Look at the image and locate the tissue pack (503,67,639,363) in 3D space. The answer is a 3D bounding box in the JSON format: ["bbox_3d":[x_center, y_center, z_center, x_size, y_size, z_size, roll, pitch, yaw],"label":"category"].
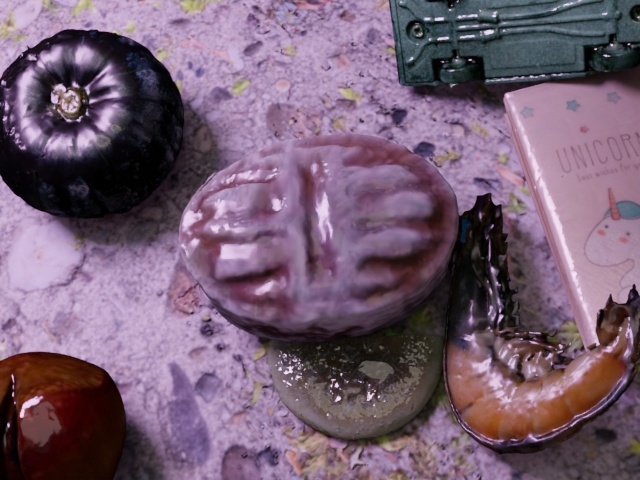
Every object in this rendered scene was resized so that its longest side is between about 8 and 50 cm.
[{"bbox_3d":[0.324,-0.033,1.000,0.170,0.071,0.325,-14,63,3],"label":"tissue pack"}]

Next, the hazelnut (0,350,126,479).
[{"bbox_3d":[-0.296,0.204,0.945,0.204,0.178,0.178,-9,64,10],"label":"hazelnut"}]

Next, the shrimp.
[{"bbox_3d":[0.216,0.065,0.931,0.222,0.054,0.290,-24,56,36],"label":"shrimp"}]

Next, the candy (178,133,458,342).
[{"bbox_3d":[0.000,0.000,0.989,0.289,0.157,0.214,-6,69,1],"label":"candy"}]

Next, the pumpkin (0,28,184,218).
[{"bbox_3d":[-0.279,-0.138,1.093,0.233,0.163,0.233,-1,75,3],"label":"pumpkin"}]

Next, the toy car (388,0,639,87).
[{"bbox_3d":[0.236,-0.256,1.050,0.320,0.141,0.097,1,22,27],"label":"toy car"}]

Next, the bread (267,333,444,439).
[{"bbox_3d":[0.035,0.154,0.978,0.193,0.036,0.112,-1,66,9],"label":"bread"}]
